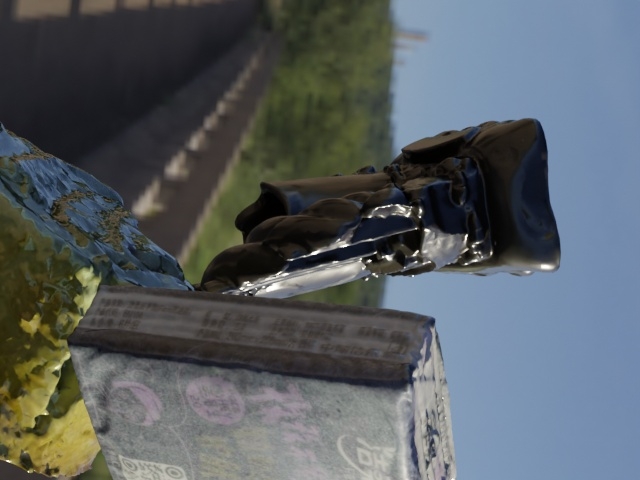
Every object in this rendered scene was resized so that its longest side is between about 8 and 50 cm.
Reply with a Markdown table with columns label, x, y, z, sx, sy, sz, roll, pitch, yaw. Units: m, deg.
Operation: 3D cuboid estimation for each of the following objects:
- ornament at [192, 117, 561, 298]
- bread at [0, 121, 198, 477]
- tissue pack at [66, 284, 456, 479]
| label | x | y | z | sx | sy | sz | roll | pitch | yaw |
| --- | --- | --- | --- | --- | --- | --- | --- | --- | --- |
| ornament | 0.000 | 0.000 | 1.174 | 0.251 | 0.260 | 0.106 | 171 | -95 | -71 |
| bread | -0.159 | 0.018 | 0.964 | 0.124 | 0.186 | 0.257 | -47 | -172 | 4 |
| tissue pack | -0.023 | 0.078 | 0.773 | 0.051 | 0.156 | 0.112 | -66 | 155 | -43 |
